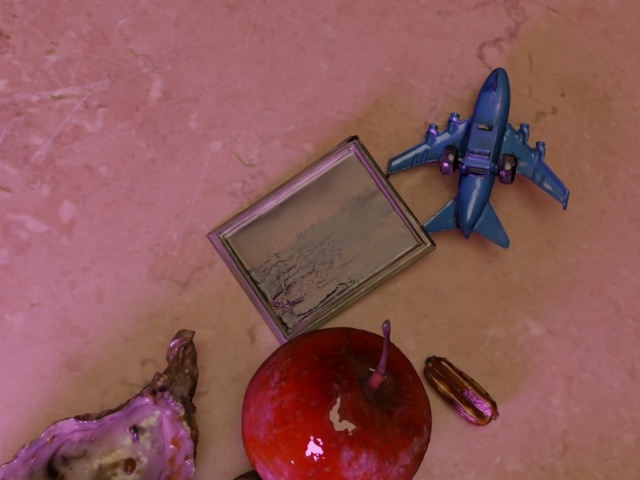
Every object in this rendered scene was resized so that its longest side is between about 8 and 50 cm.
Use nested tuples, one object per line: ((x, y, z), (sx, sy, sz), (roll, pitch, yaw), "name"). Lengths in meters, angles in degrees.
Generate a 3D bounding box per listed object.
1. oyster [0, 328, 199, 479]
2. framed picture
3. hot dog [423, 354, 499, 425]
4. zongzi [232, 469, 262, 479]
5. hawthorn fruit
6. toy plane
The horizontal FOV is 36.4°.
((-0.260, 0.303, 1.201), (0.396, 0.111, 0.204), (-38, 87, -8), "oyster")
((0.000, 0.000, 1.328), (0.252, 0.014, 0.197), (-34, 81, -3), "framed picture")
((0.187, 0.201, 1.306), (0.049, 0.037, 0.122), (-45, 78, -2), "hot dog")
((-0.104, 0.443, 1.181), (0.256, 0.115, 0.228), (-42, 85, -6), "zongzi")
((0.023, 0.225, 1.182), (0.231, 0.263, 0.235), (-35, 102, -3), "hawthorn fruit")
((0.226, -0.124, 1.359), (0.254, 0.105, 0.271), (10, 79, 12), "toy plane")
